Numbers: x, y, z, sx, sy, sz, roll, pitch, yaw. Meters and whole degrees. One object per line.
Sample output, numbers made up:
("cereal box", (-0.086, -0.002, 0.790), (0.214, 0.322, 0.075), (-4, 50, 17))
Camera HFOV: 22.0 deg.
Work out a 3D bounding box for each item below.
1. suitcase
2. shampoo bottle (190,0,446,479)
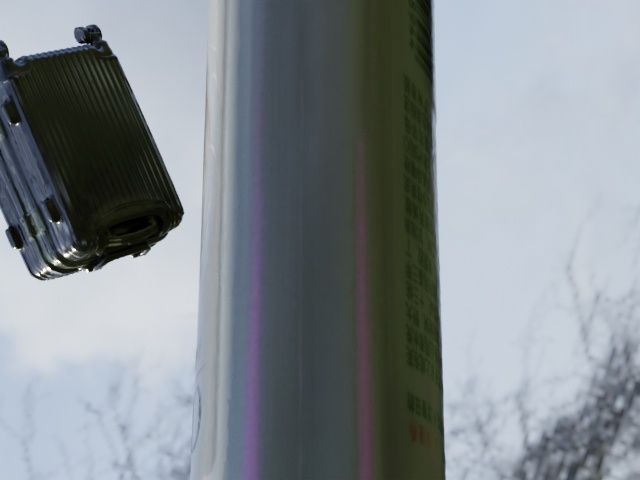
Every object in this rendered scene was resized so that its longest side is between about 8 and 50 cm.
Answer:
("suitcase", (-0.131, -0.044, 0.854), (0.086, 0.059, 0.126), (-19, -98, -43))
("shampoo bottle", (0.000, 0.000, 0.379), (0.086, 0.056, 0.227), (73, -164, -69))
